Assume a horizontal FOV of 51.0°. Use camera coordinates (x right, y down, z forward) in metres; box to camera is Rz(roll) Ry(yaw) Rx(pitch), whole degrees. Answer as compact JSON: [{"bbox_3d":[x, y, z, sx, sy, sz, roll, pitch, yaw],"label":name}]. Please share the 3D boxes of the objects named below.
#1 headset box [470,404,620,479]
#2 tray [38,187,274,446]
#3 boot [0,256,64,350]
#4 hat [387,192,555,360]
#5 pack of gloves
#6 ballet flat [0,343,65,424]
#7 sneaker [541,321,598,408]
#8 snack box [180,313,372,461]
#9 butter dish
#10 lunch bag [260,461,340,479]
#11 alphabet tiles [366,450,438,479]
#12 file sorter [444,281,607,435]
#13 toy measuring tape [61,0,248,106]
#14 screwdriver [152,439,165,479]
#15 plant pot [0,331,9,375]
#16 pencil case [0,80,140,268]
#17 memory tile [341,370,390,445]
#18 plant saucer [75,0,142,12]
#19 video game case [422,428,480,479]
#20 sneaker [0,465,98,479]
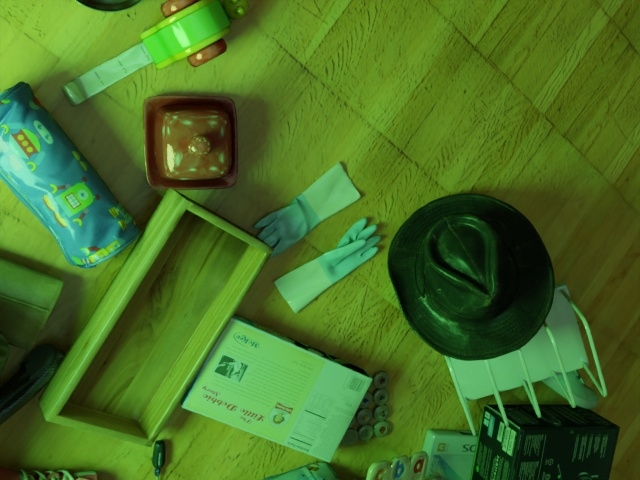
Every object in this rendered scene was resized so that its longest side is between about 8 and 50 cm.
[{"bbox_3d":[0.485,0.489,1.446,0.283,0.131,0.247,5,98,-21],"label":"headset box"},{"bbox_3d":[-0.273,0.137,1.138,0.202,0.076,0.411,32,90,-39],"label":"tray"},{"bbox_3d":[-0.533,0.023,1.048,0.269,0.089,0.236,27,104,-22],"label":"boot"},{"bbox_3d":[0.278,0.046,1.231,0.331,0.134,0.332,-3,72,8],"label":"hat"},{"bbox_3d":[0.000,0.000,1.254,0.232,0.046,0.195,-36,111,-10],"label":"pack of gloves"},{"bbox_3d":[-0.522,0.272,1.111,0.250,0.084,0.058,-43,136,-11],"label":"ballet flat"},{"bbox_3d":[0.553,0.263,1.476,0.256,0.094,0.151,34,96,-20],"label":"sneaker"},{"bbox_3d":[-0.081,0.277,1.268,0.321,0.060,0.187,27,91,-20],"label":"snack box"},{"bbox_3d":[-0.205,-0.158,1.108,0.159,0.118,0.160,-4,102,-20],"label":"butter dish"},{"bbox_3d":[-0.066,0.588,1.317,0.303,0.115,0.243,-14,108,-16],"label":"lunch bag"},{"bbox_3d":[0.130,0.560,1.343,0.284,0.021,0.278,4,101,-40],"label":"alphabet tiles"},{"bbox_3d":[0.394,0.239,1.326,0.277,0.173,0.193,-19,107,8],"label":"file sorter"},{"bbox_3d":[-0.254,-0.307,1.063,0.330,0.121,0.121,-32,110,-11],"label":"toy measuring tape"},{"bbox_3d":[-0.306,0.450,1.249,0.025,0.024,0.170,-3,106,-49],"label":"screwdriver"},{"bbox_3d":[-0.604,0.215,0.930,0.323,0.323,0.280,39,87,-22],"label":"plant pot"},{"bbox_3d":[-0.418,-0.092,1.042,0.133,0.119,0.306,-46,113,-29],"label":"pencil case"},{"bbox_3d":[0.091,0.343,1.375,0.113,0.012,0.148,-6,103,-18],"label":"memory tile"},{"bbox_3d":[-0.337,-0.443,1.050,0.168,0.029,0.169,-4,102,-18],"label":"plant saucer"},{"bbox_3d":[0.338,0.586,1.501,0.299,0.036,0.329,9,98,-21],"label":"video game case"},{"bbox_3d":[-0.459,0.439,1.159,0.314,0.116,0.136,46,74,-29],"label":"sneaker"}]
